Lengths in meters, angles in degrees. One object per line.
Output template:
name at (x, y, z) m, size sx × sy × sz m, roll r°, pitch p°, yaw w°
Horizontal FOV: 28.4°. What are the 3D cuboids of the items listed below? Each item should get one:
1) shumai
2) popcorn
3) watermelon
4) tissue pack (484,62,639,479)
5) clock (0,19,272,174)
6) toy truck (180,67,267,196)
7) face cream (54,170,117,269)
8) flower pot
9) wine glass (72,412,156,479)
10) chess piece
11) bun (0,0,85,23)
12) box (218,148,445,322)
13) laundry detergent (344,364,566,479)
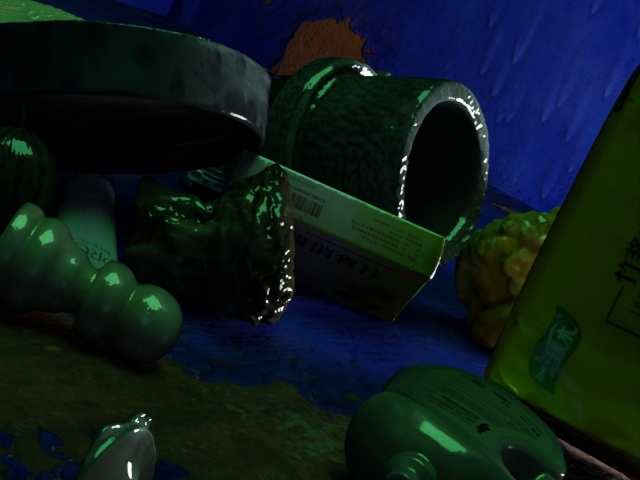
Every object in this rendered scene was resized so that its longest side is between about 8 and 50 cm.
shumai at (-0.115, 0.004, 1.321) m, size 0.175 × 0.166 × 0.206 m, roll 0°, pitch 10°, yaw -2°
popcorn at (0.306, 0.079, 1.698) m, size 0.237 × 0.252 × 0.206 m, roll -12°, pitch -7°, yaw -8°
watermelon at (-0.306, -0.071, 1.243) m, size 0.105 × 0.133 × 0.105 m, roll 12°, pitch 4°, yaw -1°
tissue pack at (0.342, 0.040, 1.292) m, size 0.228 × 0.382 × 0.293 m, roll 25°, pitch -6°, yaw 16°
clock at (-0.245, -0.147, 1.410) m, size 0.386 × 0.076 × 0.386 m, roll 0°, pitch -9°, yaw 0°
toy truck at (-0.106, -0.156, 1.901) m, size 0.133 × 0.184 × 0.338 m, roll 23°, pitch 12°, yaw -2°
face cream at (-0.243, -0.007, 1.294) m, size 0.092 × 0.058 × 0.244 m, roll 25°, pitch 17°, yaw -17°
flower pot at (0.057, -0.109, 1.666) m, size 0.282 × 0.299 × 0.299 m, roll 7°, pitch 0°, yaw 34°
wine glass at (-0.037, 0.190, 0.688) m, size 0.222 × 0.103 × 0.103 m, roll 28°, pitch 12°, yaw 17°
chess piece at (-0.196, 0.043, 1.079) m, size 0.170 × 0.094 × 0.094 m, roll 26°, pitch 11°, yaw -7°
bun at (-0.419, -0.254, 1.815) m, size 0.287 × 0.146 × 0.287 m, roll 21°, pitch 17°, yaw -7°
box at (-0.001, 0.000, 1.508) m, size 0.260 × 0.062 × 0.175 m, roll 24°, pitch -25°, yaw -3°
laundry detergent at (0.108, 0.181, 1.050) m, size 0.181 × 0.091 × 0.253 m, roll 33°, pitch 13°, yaw 17°
